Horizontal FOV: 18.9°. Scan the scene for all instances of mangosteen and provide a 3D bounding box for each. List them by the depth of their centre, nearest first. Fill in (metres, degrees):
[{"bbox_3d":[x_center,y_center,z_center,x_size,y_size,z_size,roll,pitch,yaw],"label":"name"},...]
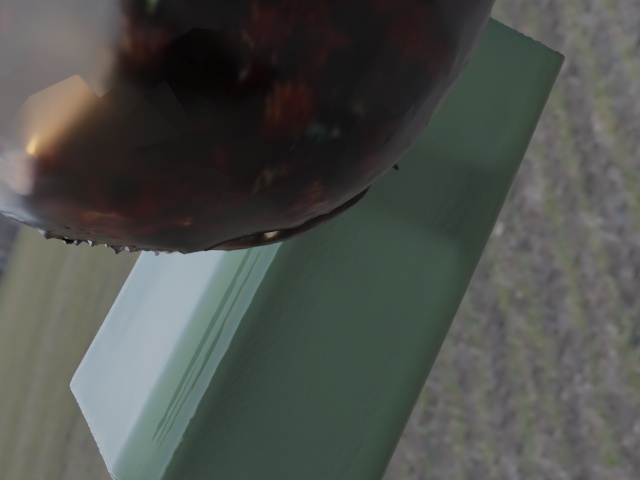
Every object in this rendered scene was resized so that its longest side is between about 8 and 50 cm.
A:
[{"bbox_3d":[-0.044,-0.078,0.460,0.172,0.172,0.184,-69,21,5],"label":"mangosteen"}]

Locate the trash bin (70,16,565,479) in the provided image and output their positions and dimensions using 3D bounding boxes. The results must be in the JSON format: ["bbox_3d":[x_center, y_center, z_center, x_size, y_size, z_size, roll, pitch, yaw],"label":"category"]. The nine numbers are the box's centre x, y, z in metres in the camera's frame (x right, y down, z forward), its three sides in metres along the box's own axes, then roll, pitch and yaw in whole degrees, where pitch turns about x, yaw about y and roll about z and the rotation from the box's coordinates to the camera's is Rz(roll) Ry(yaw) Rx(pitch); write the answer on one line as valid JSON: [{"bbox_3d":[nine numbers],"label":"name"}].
[{"bbox_3d":[0.000,0.000,1.215,0.343,0.158,0.223,-62,20,5],"label":"trash bin"}]
